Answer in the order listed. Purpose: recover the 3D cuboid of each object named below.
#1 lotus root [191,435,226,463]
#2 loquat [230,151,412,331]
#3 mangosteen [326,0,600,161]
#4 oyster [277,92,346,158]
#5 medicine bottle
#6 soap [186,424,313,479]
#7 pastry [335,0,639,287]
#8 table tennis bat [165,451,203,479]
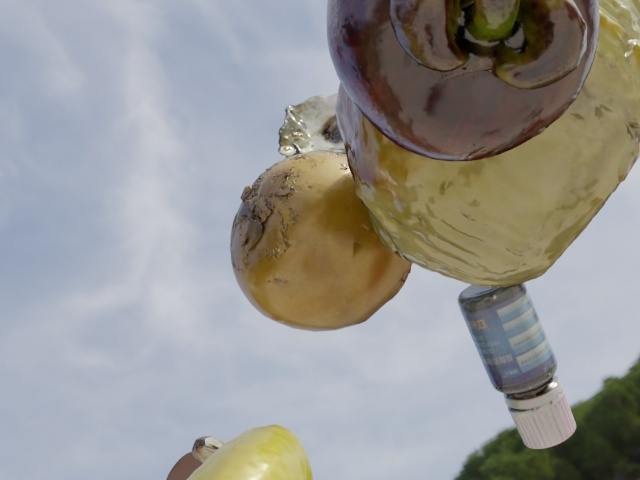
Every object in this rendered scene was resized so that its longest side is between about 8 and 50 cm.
[{"bbox_3d":[-0.154,0.311,1.523,0.037,0.030,0.083,-35,-53,20],"label":"lotus root"},{"bbox_3d":[0.000,0.000,1.311,0.235,0.235,0.235,-18,-38,-15],"label":"loquat"},{"bbox_3d":[0.113,-0.174,0.783,0.215,0.215,0.257,-24,-4,-7],"label":"mangosteen"},{"bbox_3d":[0.030,-0.192,1.884,0.214,0.223,0.083,-4,-47,4],"label":"oyster"},{"bbox_3d":[0.234,0.142,1.220,0.083,0.083,0.203,-25,-81,4],"label":"medicine bottle"},{"bbox_3d":[-0.098,0.280,0.488,0.115,0.427,0.306,18,-48,12],"label":"soap"},{"bbox_3d":[0.180,-0.148,1.113,0.388,0.313,0.388,-55,-7,-10],"label":"pastry"},{"bbox_3d":[-0.218,0.410,1.665,0.156,0.087,0.013,-56,15,-24],"label":"table tennis bat"}]
